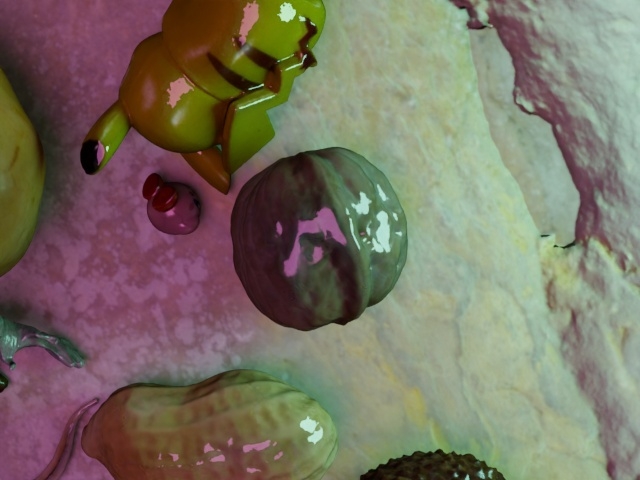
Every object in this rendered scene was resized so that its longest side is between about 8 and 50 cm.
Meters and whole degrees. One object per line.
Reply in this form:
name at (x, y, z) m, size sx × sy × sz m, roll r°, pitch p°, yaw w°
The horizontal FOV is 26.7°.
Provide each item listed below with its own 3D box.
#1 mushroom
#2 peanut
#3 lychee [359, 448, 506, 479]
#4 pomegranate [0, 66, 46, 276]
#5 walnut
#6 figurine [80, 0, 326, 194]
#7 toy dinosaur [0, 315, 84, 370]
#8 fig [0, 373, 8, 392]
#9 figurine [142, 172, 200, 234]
mushroom at (-0.405, 0.318, 1.836) m, size 0.306 × 0.043 × 0.068 m, roll -32°, pitch 120°, yaw 14°
peanut at (-0.145, 0.251, 1.696) m, size 0.340 × 0.158 × 0.174 m, roll -8°, pitch 74°, yaw 9°
lychee at (0.127, 0.383, 1.626) m, size 0.304 × 0.276 × 0.275 m, roll -10°, pitch 101°, yaw 30°
pomegranate at (-0.542, -0.081, 1.592) m, size 0.412 × 0.411 × 0.411 m, roll 2°, pitch 103°, yaw 10°
walnut at (0.000, 0.000, 1.606) m, size 0.224 × 0.224 × 0.224 m, roll 2°, pitch 103°, yaw 10°
figurine at (-0.121, -0.201, 1.603) m, size 0.327 × 0.218 × 0.169 m, roll -42°, pitch 51°, yaw 23°
toy dinosaur at (-0.464, 0.112, 1.673) m, size 0.383 × 0.129 × 0.076 m, roll 17°, pitch 84°, yaw -25°
fig at (-0.539, 0.188, 1.772) m, size 0.245 × 0.195 × 0.195 m, roll -17°, pitch 101°, yaw -26°
figurine at (-0.186, -0.043, 1.695) m, size 0.067 × 0.083 × 0.071 m, roll -44°, pitch 129°, yaw 13°
